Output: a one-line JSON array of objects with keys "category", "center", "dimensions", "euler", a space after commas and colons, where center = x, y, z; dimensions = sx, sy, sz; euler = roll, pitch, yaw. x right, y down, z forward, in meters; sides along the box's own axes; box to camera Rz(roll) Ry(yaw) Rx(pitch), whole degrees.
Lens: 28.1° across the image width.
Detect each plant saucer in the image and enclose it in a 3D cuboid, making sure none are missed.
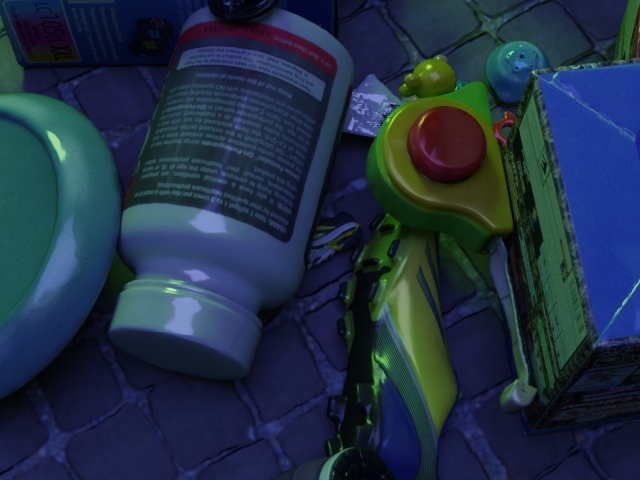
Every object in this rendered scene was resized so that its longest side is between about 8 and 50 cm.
[{"category": "plant saucer", "center": [-0.326, -0.001, 1.159], "dimensions": [0.317, 0.044, 0.317], "euler": [-11, 63, 23]}]

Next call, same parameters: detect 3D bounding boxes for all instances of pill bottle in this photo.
[{"category": "pill bottle", "center": [-0.086, -0.042, 1.173], "dimensions": [0.176, 0.176, 0.318], "euler": [13, 69, 5]}]

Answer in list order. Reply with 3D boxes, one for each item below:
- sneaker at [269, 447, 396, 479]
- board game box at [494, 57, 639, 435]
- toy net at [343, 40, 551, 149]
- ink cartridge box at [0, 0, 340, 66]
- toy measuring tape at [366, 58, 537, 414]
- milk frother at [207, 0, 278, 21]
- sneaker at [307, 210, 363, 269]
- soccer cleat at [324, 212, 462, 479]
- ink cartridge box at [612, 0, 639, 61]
[{"category": "sneaker", "center": [0.040, 0.318, 1.089], "dimensions": [0.107, 0.124, 0.283], "euler": [-19, 86, -52]}, {"category": "board game box", "center": [0.244, 0.015, 1.090], "dimensions": [0.141, 0.291, 0.232], "euler": [-7, 70, -4]}, {"category": "toy net", "center": [0.131, -0.128, 1.281], "dimensions": [0.232, 0.045, 0.122], "euler": [-16, 72, -5]}, {"category": "ink cartridge box", "center": [-0.116, -0.329, 1.302], "dimensions": [0.395, 0.151, 0.270], "euler": [0, 69, -2]}, {"category": "toy measuring tape", "center": [0.106, -0.009, 1.117], "dimensions": [0.121, 0.121, 0.330], "euler": [-6, 71, -3]}, {"category": "milk frother", "center": [-0.093, -0.282, 1.120], "dimensions": [0.129, 0.135, 0.143], "euler": [-48, 49, 12]}, {"category": "sneaker", "center": [0.000, 0.000, 1.239], "dimensions": [0.083, 0.031, 0.035], "euler": [-23, 42, -1]}, {"category": "soccer cleat", "center": [0.081, 0.096, 1.183], "dimensions": [0.121, 0.093, 0.289], "euler": [22, 62, -24]}, {"category": "ink cartridge box", "center": [0.326, -0.177, 1.229], "dimensions": [0.072, 0.175, 0.127], "euler": [7, 68, 6]}]
